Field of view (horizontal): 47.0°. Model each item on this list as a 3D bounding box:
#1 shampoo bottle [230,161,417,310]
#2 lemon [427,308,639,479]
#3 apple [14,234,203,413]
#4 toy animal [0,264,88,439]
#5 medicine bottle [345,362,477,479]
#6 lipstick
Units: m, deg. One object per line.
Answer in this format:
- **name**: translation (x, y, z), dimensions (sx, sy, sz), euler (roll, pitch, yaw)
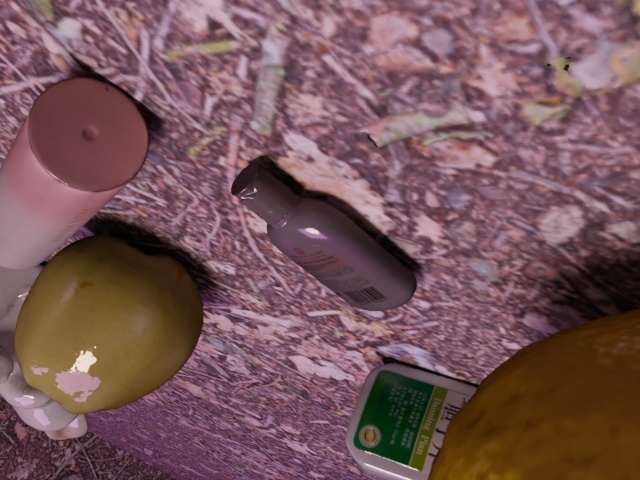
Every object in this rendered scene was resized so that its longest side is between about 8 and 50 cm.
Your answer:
- **shampoo bottle**: translation (0.000, 0.000, 0.576), dimensions (0.165, 0.040, 0.080), euler (40, 152, -28)
- **lemon**: translation (0.220, 0.195, 0.431), dimensions (0.364, 0.364, 0.364), euler (20, 155, 10)
- **apple**: translation (-0.227, 0.085, 0.791), dimensions (0.200, 0.200, 0.200), euler (20, 155, 10)
- **toy animal**: translation (-0.431, 0.175, 1.137), dimensions (0.241, 0.196, 0.367), euler (15, 153, 36)
- **medicine bottle**: translation (0.126, 0.206, 0.771), dimensions (0.183, 0.119, 0.069), euler (15, 153, 19)
- **lipstick**: translation (-0.244, -0.043, 0.656), dimensions (0.087, 0.087, 0.327), euler (34, 153, -20)
